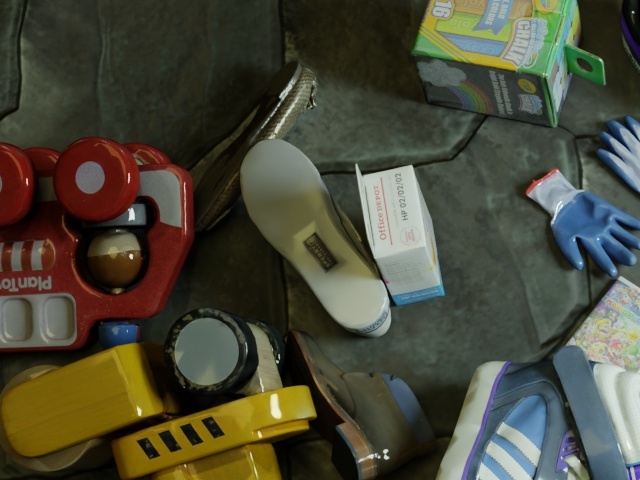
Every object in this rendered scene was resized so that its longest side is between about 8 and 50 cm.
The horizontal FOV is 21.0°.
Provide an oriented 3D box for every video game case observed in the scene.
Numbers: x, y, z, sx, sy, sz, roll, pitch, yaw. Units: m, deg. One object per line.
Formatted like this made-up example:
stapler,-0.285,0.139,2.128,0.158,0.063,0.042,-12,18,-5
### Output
video game case,0.332,0.109,1.916,0.087,0.011,0.122,35,78,25

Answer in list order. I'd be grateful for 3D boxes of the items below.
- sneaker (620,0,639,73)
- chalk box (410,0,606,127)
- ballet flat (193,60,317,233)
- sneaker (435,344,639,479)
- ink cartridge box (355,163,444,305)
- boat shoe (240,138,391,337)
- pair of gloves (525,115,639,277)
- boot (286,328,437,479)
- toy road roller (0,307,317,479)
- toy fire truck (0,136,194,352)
sneaker,0.430,-0.190,1.951,0.102,0.146,0.293,-34,63,-3
chalk box,0.232,-0.226,2.025,0.213,0.132,0.132,12,70,17
ballet flat,-0.079,-0.105,2.087,0.250,0.058,0.084,-57,28,-13
sneaker,0.251,0.261,1.779,0.236,0.130,0.323,3,52,22
ink cartridge box,0.090,-0.011,1.933,0.061,0.181,0.104,-13,64,8
boat shoe,0.000,0.000,2.001,0.096,0.088,0.267,-38,68,-1
pair of gloves,0.344,-0.056,1.981,0.198,0.023,0.159,-39,64,-5
boot,0.042,0.177,1.936,0.106,0.082,0.219,-13,51,-21
toy road roller,-0.165,0.223,1.882,0.329,0.202,0.241,-19,80,9
toy fire truck,-0.294,0.010,2.047,0.302,0.169,0.254,-2,90,13
